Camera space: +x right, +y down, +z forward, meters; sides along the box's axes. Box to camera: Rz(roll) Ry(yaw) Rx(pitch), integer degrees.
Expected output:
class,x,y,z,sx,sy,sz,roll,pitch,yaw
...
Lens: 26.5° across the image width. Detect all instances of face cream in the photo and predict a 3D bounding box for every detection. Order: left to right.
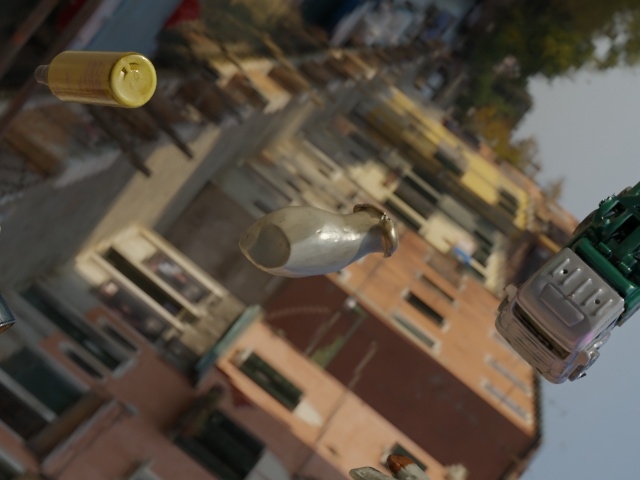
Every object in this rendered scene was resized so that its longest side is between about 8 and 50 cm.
class,x,y,z,sx,sy,sz,roll,pitch,yaw
face cream,-0.339,-0.236,1.966,0.273,0.078,0.078,11,-125,51

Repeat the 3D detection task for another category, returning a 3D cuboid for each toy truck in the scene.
class,x,y,z,sx,sy,sz,roll,pitch,yaw
toy truck,0.409,0.028,1.875,0.363,0.176,0.178,-40,163,-15

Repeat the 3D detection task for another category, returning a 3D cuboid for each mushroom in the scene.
class,x,y,z,sx,sy,sz,roll,pitch,yaw
mushroom,0.000,-0.002,1.677,0.212,0.088,0.097,-5,172,-26

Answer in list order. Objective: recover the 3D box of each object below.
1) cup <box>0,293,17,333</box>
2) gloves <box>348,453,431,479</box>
class,x,y,z,sx,sy,sz,roll,pitch,yaw
cup,-0.518,0.087,1.873,0.150,0.138,0.113,-28,177,-4
gloves,0.085,0.309,1.354,0.131,0.140,0.218,-31,-139,46
